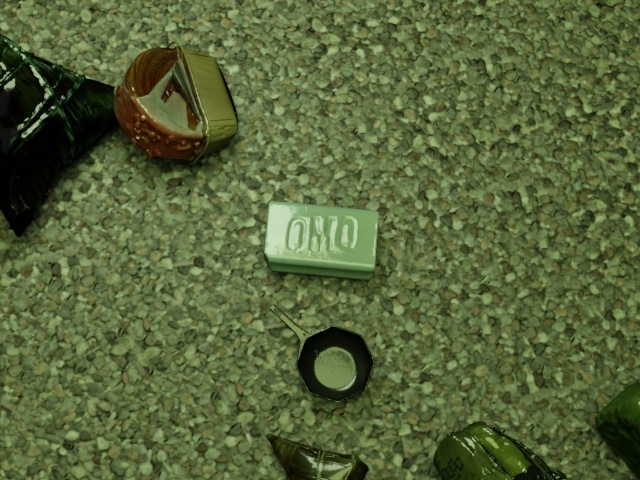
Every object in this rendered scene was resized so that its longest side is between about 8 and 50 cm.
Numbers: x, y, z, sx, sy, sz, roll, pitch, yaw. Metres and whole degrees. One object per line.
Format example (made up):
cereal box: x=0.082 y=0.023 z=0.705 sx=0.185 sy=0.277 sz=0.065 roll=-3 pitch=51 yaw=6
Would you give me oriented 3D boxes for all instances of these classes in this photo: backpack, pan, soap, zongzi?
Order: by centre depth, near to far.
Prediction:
backpack: x=0.294 y=0.406 z=1.879 sx=0.140 sy=0.207 sz=0.253 roll=-27 pitch=65 yaw=-28
zongzi: x=-0.033 y=0.427 z=1.922 sx=0.184 sy=0.084 sz=0.187 roll=14 pitch=73 yaw=17
pan: x=0.008 y=0.185 z=2.024 sx=0.128 sy=0.048 sz=0.202 roll=-22 pitch=74 yaw=-12
soap: x=0.000 y=0.000 z=2.085 sx=0.198 sy=0.066 sz=0.119 roll=5 pitch=67 yaw=-1
zongzi: x=-0.511 y=-0.253 z=2.091 sx=0.362 sy=0.319 sz=0.383 roll=-38 pitch=90 yaw=-31

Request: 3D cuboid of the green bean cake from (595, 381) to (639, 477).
green bean cake: x=0.572 y=0.329 z=1.893 sx=0.125 sy=0.248 sz=0.222 roll=-39 pitch=77 yaw=-14

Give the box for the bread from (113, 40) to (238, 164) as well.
bread: x=-0.263 y=-0.251 z=2.106 sx=0.212 sy=0.142 sz=0.224 roll=-5 pitch=66 yaw=-39
